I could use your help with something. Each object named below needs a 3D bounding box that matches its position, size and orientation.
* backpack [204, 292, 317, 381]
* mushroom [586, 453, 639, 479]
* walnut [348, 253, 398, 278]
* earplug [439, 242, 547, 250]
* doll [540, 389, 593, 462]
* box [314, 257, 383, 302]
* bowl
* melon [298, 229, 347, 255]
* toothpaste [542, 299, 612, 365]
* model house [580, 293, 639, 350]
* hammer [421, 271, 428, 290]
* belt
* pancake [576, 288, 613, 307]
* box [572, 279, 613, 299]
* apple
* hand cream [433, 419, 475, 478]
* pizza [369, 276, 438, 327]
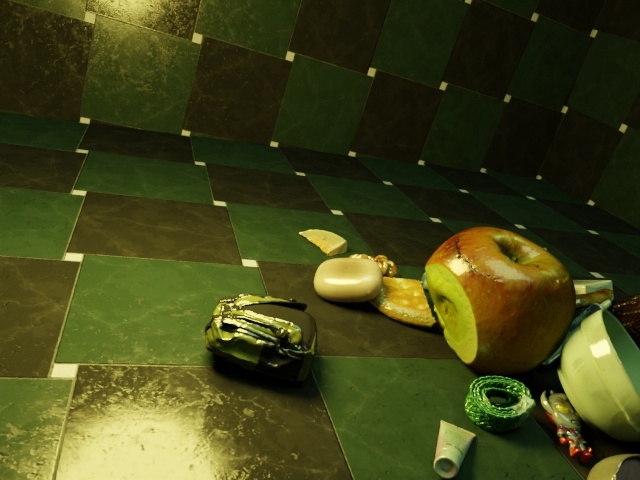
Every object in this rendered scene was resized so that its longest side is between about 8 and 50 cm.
[{"bbox_3d":[-0.130,0.207,1.240,0.254,0.140,0.207,15,19,-6],"label":"backpack"},{"bbox_3d":[0.580,0.474,1.038,0.188,0.141,0.117,6,-11,-21],"label":"mushroom"},{"bbox_3d":[0.164,0.081,1.744,0.170,0.069,0.143,8,-11,19],"label":"walnut"},{"bbox_3d":[0.536,0.078,1.763,0.324,0.185,0.185,14,21,19],"label":"earplug"},{"bbox_3d":[0.554,0.410,1.243,0.104,0.062,0.194,11,29,-3],"label":"doll"},{"bbox_3d":[0.081,0.114,1.594,0.200,0.088,0.146,-1,38,15],"label":"box"},{"bbox_3d":[0.670,0.329,1.277,0.307,0.163,0.307,39,30,-28],"label":"bowl"},{"bbox_3d":[0.007,-0.002,1.965,0.098,0.054,0.182,-21,37,-30],"label":"melon"},{"bbox_3d":[0.694,0.251,1.507,0.268,0.047,0.069,-38,41,-5],"label":"toothpaste"},{"bbox_3d":[0.863,0.323,1.489,0.317,0.297,0.282,42,52,8],"label":"model house"},{"bbox_3d":[0.393,0.120,1.849,0.116,0.069,0.194,13,17,2],"label":"hammer"},{"bbox_3d":[0.401,0.372,1.238,0.152,0.079,0.121,-5,36,-13],"label":"belt"},{"bbox_3d":[0.669,0.193,1.627,0.377,0.054,0.197,-9,-13,8],"label":"pancake"},{"bbox_3d":[0.794,0.169,1.807,0.168,0.071,0.259,-4,1,-36],"label":"box"},{"bbox_3d":[0.444,0.158,1.426,0.384,0.374,0.374,22,23,9],"label":"apple"},{"bbox_3d":[0.266,0.414,1.105,0.076,0.047,0.174,20,14,17],"label":"hand cream"},{"bbox_3d":[0.237,0.171,1.637,0.292,0.058,0.197,28,35,33],"label":"pizza"}]
